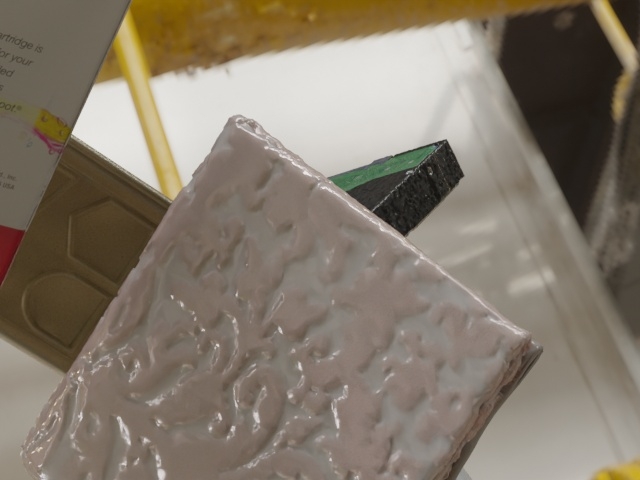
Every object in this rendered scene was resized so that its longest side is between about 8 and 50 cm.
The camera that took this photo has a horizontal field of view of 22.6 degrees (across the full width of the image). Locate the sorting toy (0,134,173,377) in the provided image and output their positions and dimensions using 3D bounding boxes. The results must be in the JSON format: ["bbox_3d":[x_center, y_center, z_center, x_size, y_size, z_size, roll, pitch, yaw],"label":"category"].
[{"bbox_3d":[-0.309,-0.026,1.553,0.307,0.041,0.229,34,-71,-13],"label":"sorting toy"}]

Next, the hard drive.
[{"bbox_3d":[0.000,0.000,1.912,0.237,0.064,0.339,-15,19,39],"label":"hard drive"}]

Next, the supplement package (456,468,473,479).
[{"bbox_3d":[-0.010,0.250,1.488,0.263,0.198,0.199,-40,-44,3],"label":"supplement package"}]

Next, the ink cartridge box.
[{"bbox_3d":[-0.289,-0.132,1.154,0.226,0.131,0.306,19,-71,-28],"label":"ink cartridge box"}]

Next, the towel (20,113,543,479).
[{"bbox_3d":[-0.042,0.120,1.192,0.332,0.317,0.053,-57,-28,7],"label":"towel"}]
